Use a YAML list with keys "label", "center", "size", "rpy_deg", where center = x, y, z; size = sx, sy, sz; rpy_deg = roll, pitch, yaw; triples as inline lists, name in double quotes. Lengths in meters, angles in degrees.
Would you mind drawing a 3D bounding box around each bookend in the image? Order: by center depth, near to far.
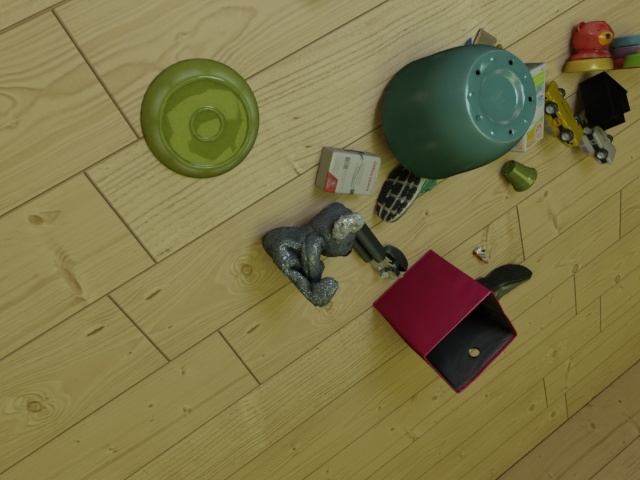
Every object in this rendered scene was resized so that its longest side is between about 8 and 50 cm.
- label: "bookend"
  center: [0.853, -0.390, 1.360]
  size: [0.157, 0.072, 0.156]
  rpy_deg: [12, 68, -34]

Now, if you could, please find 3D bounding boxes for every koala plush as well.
- label: "koala plush"
  center: [0.000, 0.000, 1.080]
  size: [0.221, 0.196, 0.203]
  rpy_deg: [-42, 108, 1]

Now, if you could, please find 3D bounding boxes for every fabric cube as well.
- label: "fabric cube"
  center: [0.363, 0.236, 1.353]
  size: [0.254, 0.258, 0.259]
  rpy_deg: [-44, 127, -3]

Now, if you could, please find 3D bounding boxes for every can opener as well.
- label: "can opener"
  center: [0.145, 0.020, 1.250]
  size: [0.280, 0.074, 0.093]
  rpy_deg: [44, 55, -39]

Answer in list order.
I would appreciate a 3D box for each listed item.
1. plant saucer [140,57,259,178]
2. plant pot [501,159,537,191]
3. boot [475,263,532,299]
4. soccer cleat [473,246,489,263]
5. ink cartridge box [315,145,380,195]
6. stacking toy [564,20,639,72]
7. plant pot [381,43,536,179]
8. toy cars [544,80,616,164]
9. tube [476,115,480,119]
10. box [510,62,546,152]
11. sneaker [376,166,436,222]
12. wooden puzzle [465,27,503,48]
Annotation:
- label: "plant saucer"
  center: [-0.231, -0.235, 0.921]
  size: [0.241, 0.037, 0.241]
  rpy_deg: [-12, 119, -23]
- label: "plant pot"
  center: [0.586, -0.200, 1.370]
  size: [0.079, 0.083, 0.083]
  rpy_deg: [29, 99, -23]
- label: "boot"
  center: [0.605, 0.184, 1.582]
  size: [0.246, 0.083, 0.161]
  rpy_deg: [-20, 129, -13]
- label: "soccer cleat"
  center: [0.528, 0.049, 1.490]
  size: [0.083, 0.029, 0.036]
  rpy_deg: [33, 100, -32]
- label: "ink cartridge box"
  center: [0.066, -0.166, 1.107]
  size: [0.135, 0.056, 0.099]
  rpy_deg: [2, 114, -29]
- label: "stacking toy"
  center: [0.862, -0.532, 1.231]
  size: [0.308, 0.279, 0.130]
  rpy_deg: [-12, 108, -22]
- label: "plant pot"
  center: [0.320, -0.289, 1.014]
  size: [0.293, 0.235, 0.293]
  rpy_deg: [-1, 94, -21]
- label: "toy cars"
  center: [0.755, -0.336, 1.377]
  size: [0.393, 0.087, 0.177]
  rpy_deg: [11, 73, -34]
- label: "tube"
  center: [0.437, -0.292, 1.257]
  size: [0.207, 0.052, 0.080]
  rpy_deg: [25, 106, -42]
- label: "box"
  center: [0.515, -0.349, 1.208]
  size: [0.114, 0.103, 0.203]
  rpy_deg: [-33, 124, -33]
- label: "sneaker"
  center: [0.257, -0.153, 1.196]
  size: [0.275, 0.107, 0.110]
  rpy_deg: [-52, 136, 3]
- label: "wooden puzzle"
  center: [0.410, -0.487, 1.160]
  size: [0.116, 0.014, 0.079]
  rpy_deg: [19, 100, -35]
